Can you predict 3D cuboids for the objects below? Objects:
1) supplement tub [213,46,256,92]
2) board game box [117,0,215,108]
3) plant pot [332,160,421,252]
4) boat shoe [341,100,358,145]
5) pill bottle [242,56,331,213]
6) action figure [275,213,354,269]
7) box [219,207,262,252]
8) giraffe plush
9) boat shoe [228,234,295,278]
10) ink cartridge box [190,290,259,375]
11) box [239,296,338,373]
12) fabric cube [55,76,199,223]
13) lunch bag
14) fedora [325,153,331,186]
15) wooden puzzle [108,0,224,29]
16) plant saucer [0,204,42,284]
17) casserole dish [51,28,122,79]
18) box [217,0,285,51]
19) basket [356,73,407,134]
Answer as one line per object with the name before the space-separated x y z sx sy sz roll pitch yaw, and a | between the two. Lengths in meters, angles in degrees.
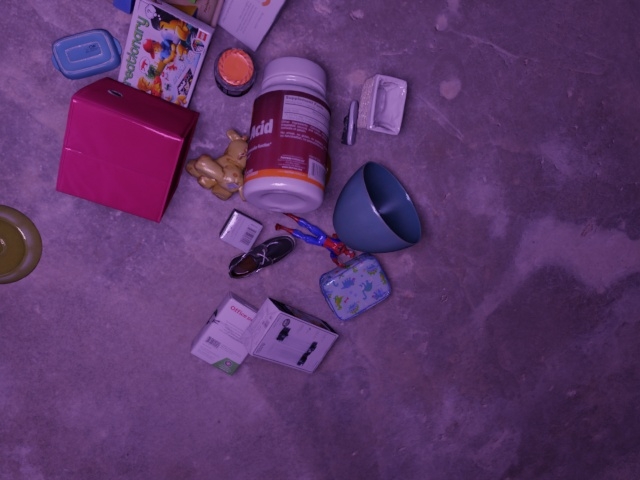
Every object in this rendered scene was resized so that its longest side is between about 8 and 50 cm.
supplement tub | -0.241 -0.472 1.258 0.117 0.190 0.116 -2 101 -12
board game box | -0.429 -0.473 1.212 0.193 0.053 0.305 23 128 -15
plant pot | 0.154 -0.074 1.409 0.195 0.290 0.290 -32 110 32
boat shoe | 0.092 -0.376 1.427 0.040 0.049 0.142 10 97 23
pill bottle | -0.088 -0.292 1.257 0.224 0.224 0.392 8 75 -14
action figure | 0.000 0.000 1.441 0.280 0.139 0.091 26 96 -18
box | -0.250 -0.032 1.400 0.102 0.087 0.101 30 93 -16
giraffe plush | -0.266 -0.231 1.325 0.181 0.210 0.170 49 61 -46
boat shoe | -0.184 0.055 1.412 0.233 0.079 0.084 -25 106 8
ink cartridge box | -0.292 0.300 1.455 0.160 0.092 0.219 37 91 -18
box | -0.095 0.315 1.448 0.290 0.087 0.169 30 94 -41
fabric cube | -0.497 -0.243 1.183 0.258 0.254 0.259 19 117 -14
lunch bag | 0.116 0.160 1.518 0.219 0.090 0.176 -30 105 -5
fedora | -0.045 -0.227 1.410 0.194 0.079 0.194 -3 103 -12
wooden puzzle | -0.419 -0.655 1.126 0.348 0.322 0.080 29 60 -14
plant saucer | -0.940 0.015 1.284 0.241 0.037 0.240 -2 101 -12
casserole dish | -0.652 -0.519 1.239 0.188 0.037 0.114 -20 105 -9
box | -0.244 -0.715 1.169 0.345 0.215 0.168 33 59 -17
basket | 0.187 -0.421 1.399 0.113 0.103 0.167 3 100 -26
